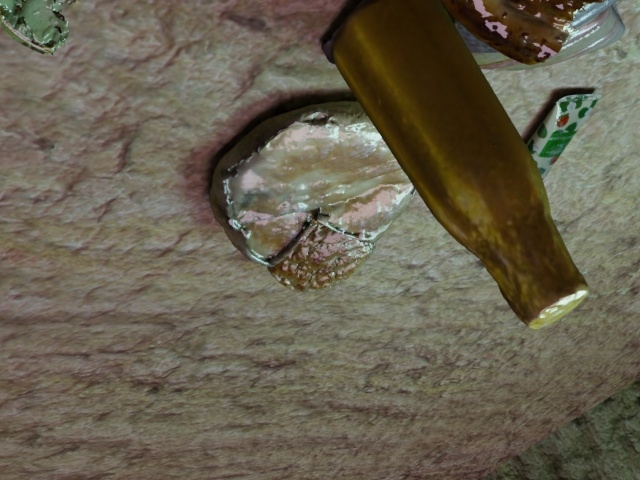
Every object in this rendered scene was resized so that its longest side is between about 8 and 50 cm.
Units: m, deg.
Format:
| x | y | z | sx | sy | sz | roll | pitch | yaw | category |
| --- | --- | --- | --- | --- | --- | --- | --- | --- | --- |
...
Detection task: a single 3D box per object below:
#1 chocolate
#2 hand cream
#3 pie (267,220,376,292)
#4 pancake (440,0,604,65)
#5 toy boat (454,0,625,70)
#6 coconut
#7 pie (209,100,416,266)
| x | y | z | sx | sy | sz | roll | pitch | yaw | category |
| --- | --- | --- | --- | --- | --- | --- | --- | --- | --- |
| 0.162 | -0.093 | 1.183 | 0.162 | 0.445 | 0.162 | -22 | 156 | -10 | chocolate |
| 0.367 | -0.143 | 1.670 | 0.095 | 0.059 | 0.276 | -8 | 144 | -31 | hand cream |
| 0.000 | 0.000 | 1.615 | 0.193 | 0.079 | 0.163 | -33 | 136 | 10 | pie |
| 0.234 | -0.305 | 1.105 | 0.245 | 0.057 | 0.266 | -9 | 139 | 38 | pancake |
| 0.298 | -0.287 | 1.313 | 0.276 | 0.111 | 0.293 | -19 | 161 | 2 | toy boat |
| -0.265 | -0.261 | 0.971 | 0.158 | 0.055 | 0.133 | -38 | 148 | 22 | coconut |
| -0.001 | -0.086 | 1.447 | 0.338 | 0.075 | 0.337 | -15 | 141 | -12 | pie |
